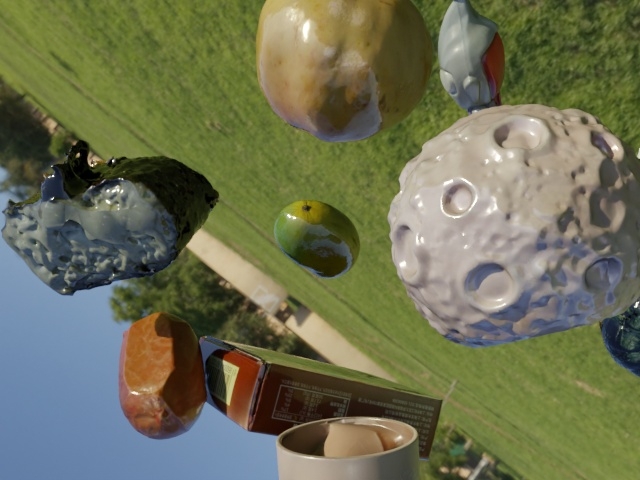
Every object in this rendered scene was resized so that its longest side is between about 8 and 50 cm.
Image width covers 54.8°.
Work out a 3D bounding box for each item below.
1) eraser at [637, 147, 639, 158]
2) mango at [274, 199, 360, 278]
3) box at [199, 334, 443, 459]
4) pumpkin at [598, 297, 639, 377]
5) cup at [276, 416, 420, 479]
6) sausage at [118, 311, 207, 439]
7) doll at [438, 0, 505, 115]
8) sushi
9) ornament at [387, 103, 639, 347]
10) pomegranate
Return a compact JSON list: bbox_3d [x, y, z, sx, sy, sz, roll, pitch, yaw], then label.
[{"bbox_3d":[0.557,-0.052,0.827,0.086,0.130,0.287,24,-178,-30],"label":"eraser"},{"bbox_3d":[0.002,-0.002,1.027,0.191,0.122,0.085,37,-149,-48],"label":"mango"},{"bbox_3d":[-0.023,0.303,1.219,0.385,0.122,0.345,19,171,-26],"label":"box"},{"bbox_3d":[0.826,0.191,1.454,0.315,0.315,0.238,38,-142,-3],"label":"pumpkin"},{"bbox_3d":[0.040,0.363,0.864,0.192,0.200,0.253,-4,179,-4],"label":"cup"},{"bbox_3d":[-0.292,0.247,1.139,0.268,0.153,0.141,-116,4,-55],"label":"sausage"},{"bbox_3d":[0.181,-0.197,0.727,0.075,0.102,0.227,-10,136,20],"label":"doll"},{"bbox_3d":[-0.357,-0.056,1.034,0.349,0.207,0.234,-8,120,22],"label":"sushi"},{"bbox_3d":[0.194,-0.018,0.621,0.259,0.260,0.225,74,-178,-83],"label":"ornament"},{"bbox_3d":[0.052,-0.420,1.341,0.411,0.411,0.411,38,176,3],"label":"pomegranate"}]
